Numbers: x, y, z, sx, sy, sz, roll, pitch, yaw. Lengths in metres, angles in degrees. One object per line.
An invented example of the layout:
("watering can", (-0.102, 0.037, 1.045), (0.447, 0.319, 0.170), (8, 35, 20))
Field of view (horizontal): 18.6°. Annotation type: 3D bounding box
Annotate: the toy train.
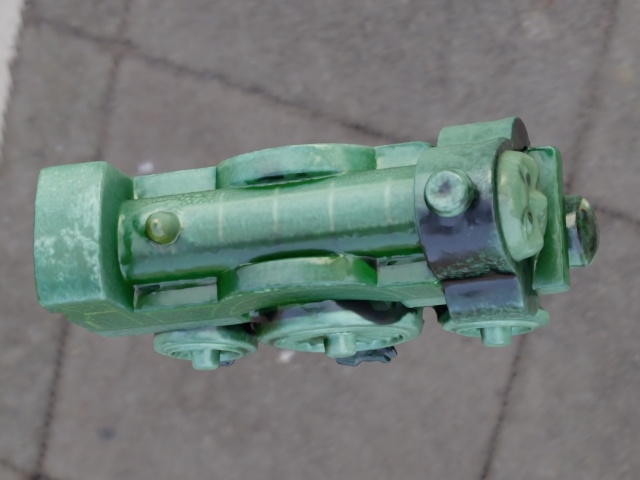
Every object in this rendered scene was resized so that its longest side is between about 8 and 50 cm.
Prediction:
("toy train", (0.000, 0.000, 0.647), (0.178, 0.104, 0.071), (-6, 75, 17))
